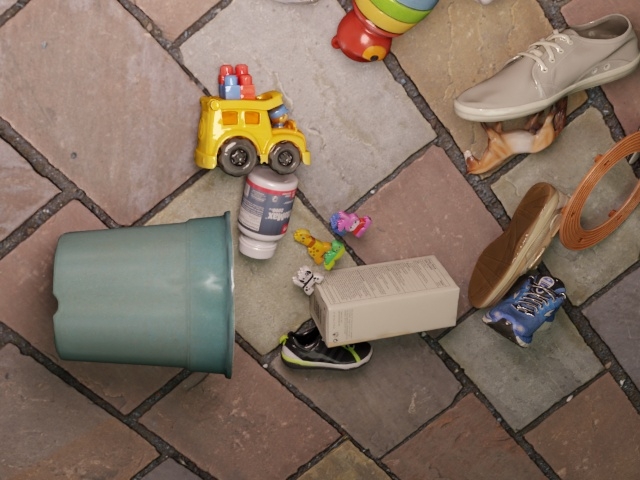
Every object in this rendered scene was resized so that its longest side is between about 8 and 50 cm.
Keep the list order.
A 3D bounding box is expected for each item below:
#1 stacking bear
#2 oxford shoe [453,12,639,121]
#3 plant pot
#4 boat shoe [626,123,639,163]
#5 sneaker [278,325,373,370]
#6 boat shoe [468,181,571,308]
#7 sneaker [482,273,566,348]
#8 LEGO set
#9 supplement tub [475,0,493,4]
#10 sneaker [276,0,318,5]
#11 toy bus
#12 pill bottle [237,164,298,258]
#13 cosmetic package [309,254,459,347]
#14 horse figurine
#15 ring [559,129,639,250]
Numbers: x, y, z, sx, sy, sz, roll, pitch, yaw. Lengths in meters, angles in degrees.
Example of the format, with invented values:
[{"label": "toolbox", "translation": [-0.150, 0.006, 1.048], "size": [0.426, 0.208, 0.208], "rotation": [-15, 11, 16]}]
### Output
[{"label": "stacking bear", "translation": [0.132, -0.449, 1.610], "size": [0.176, 0.164, 0.289], "rotation": [1, 146, -37]}, {"label": "oxford shoe", "translation": [0.470, -0.364, 1.792], "size": [0.450, 0.169, 0.130], "rotation": [-23, 126, -13]}, {"label": "plant pot", "translation": [-0.346, 0.107, 1.709], "size": [0.334, 0.341, 0.341], "rotation": [1, 118, -9]}, {"label": "boat shoe", "translation": [0.753, -0.241, 2.026], "size": [0.046, 0.038, 0.125], "rotation": [-15, 134, -49]}, {"label": "sneaker", "translation": [0.018, 0.250, 2.032], "size": [0.235, 0.084, 0.097], "rotation": [-2, 117, -17]}, {"label": "boat shoe", "translation": [0.479, 0.030, 2.037], "size": [0.110, 0.121, 0.341], "rotation": [25, 107, -27]}, {"label": "sneaker", "translation": [0.493, 0.148, 2.037], "size": [0.330, 0.130, 0.147], "rotation": [-19, 138, -58]}, {"label": "LEGO set", "translation": [0.000, 0.000, 1.890], "size": [0.093, 0.087, 0.227], "rotation": [29, 112, -26]}, {"label": "supplement tub", "translation": [0.334, -0.569, 1.642], "size": [0.144, 0.144, 0.199], "rotation": [35, 102, -31]}, {"label": "sneaker", "translation": [-0.087, -0.474, 1.605], "size": [0.191, 0.083, 0.071], "rotation": [16, 84, -3]}, {"label": "toy bus", "translation": [-0.134, -0.238, 1.690], "size": [0.221, 0.149, 0.211], "rotation": [-2, 103, -19]}, {"label": "pill bottle", "translation": [-0.116, -0.058, 1.802], "size": [0.108, 0.108, 0.180], "rotation": [4, 117, -20]}, {"label": "cosmetic package", "translation": [0.142, 0.135, 1.965], "size": [0.310, 0.160, 0.113], "rotation": [-7, 121, -13]}, {"label": "horse figurine", "translation": [0.441, -0.246, 1.905], "size": [0.264, 0.066, 0.174], "rotation": [-15, 116, -7]}, {"label": "ring", "translation": [0.675, -0.119, 2.006], "size": [0.337, 0.032, 0.336], "rotation": [-28, 141, -25]}]
